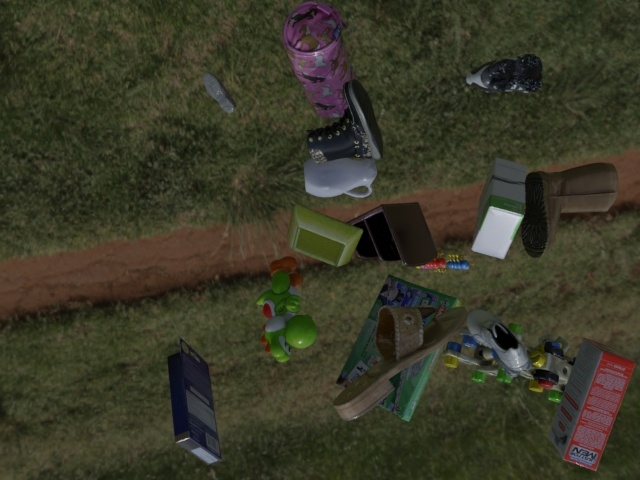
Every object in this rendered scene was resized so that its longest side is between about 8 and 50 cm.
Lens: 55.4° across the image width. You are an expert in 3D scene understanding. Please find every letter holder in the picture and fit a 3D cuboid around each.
[{"bbox_3d":[0.242,0.004,1.992,0.152,0.215,0.301,-26,172,29],"label":"letter holder"}]

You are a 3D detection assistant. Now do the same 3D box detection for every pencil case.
[{"bbox_3d":[0.012,-0.490,1.703,0.167,0.160,0.386,-7,163,8],"label":"pencil case"}]

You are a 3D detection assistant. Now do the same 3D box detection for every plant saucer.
[{"bbox_3d":[0.000,0.000,1.593,0.188,0.045,0.188,21,151,2],"label":"plant saucer"}]

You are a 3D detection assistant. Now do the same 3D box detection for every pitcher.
[{"bbox_3d":[0.057,-0.179,1.810,0.207,0.126,0.178,-5,146,-1],"label":"pitcher"}]

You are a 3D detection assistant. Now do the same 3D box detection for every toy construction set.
[{"bbox_3d":[0.447,0.265,1.314,0.327,0.151,0.215,12,167,-32],"label":"toy construction set"}]

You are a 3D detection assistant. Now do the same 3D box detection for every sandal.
[{"bbox_3d":[0.096,0.123,0.782,0.240,0.079,0.088,-35,-176,-30],"label":"sandal"}]

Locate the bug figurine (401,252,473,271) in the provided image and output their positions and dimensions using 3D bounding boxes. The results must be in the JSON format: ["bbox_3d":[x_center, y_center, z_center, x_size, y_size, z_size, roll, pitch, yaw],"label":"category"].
[{"bbox_3d":[0.429,0.082,2.276,0.216,0.072,0.279,2,177,40],"label":"bug figurine"}]

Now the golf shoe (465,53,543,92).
[{"bbox_3d":[0.375,-0.336,1.231,0.198,0.093,0.077,-9,104,-40],"label":"golf shoe"}]

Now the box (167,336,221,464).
[{"bbox_3d":[-0.256,0.320,1.226,0.036,0.225,0.136,-22,139,6],"label":"box"}]

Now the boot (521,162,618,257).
[{"bbox_3d":[0.663,-0.081,1.601,0.269,0.089,0.236,-6,104,-25],"label":"boot"}]

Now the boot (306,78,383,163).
[{"bbox_3d":[0.042,-0.271,1.459,0.178,0.085,0.236,-6,144,19],"label":"boot"}]

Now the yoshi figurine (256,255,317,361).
[{"bbox_3d":[-0.089,0.237,2.072,0.203,0.362,0.203,20,136,-24],"label":"yoshi figurine"}]

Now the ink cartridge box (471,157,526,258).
[{"bbox_3d":[0.588,-0.109,2.000,0.114,0.273,0.199,16,135,7],"label":"ink cartridge box"}]

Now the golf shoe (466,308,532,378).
[{"bbox_3d":[0.335,0.173,1.156,0.069,0.176,0.086,-30,128,-7],"label":"golf shoe"}]

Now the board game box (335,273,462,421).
[{"bbox_3d":[0.196,0.262,1.537,0.046,0.213,0.318,39,74,-49],"label":"board game box"}]

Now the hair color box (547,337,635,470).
[{"bbox_3d":[0.399,0.239,0.904,0.053,0.093,0.167,19,96,6],"label":"hair color box"}]

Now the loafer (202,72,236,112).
[{"bbox_3d":[-0.279,-0.412,1.695,0.045,0.039,0.125,-27,108,29],"label":"loafer"}]
